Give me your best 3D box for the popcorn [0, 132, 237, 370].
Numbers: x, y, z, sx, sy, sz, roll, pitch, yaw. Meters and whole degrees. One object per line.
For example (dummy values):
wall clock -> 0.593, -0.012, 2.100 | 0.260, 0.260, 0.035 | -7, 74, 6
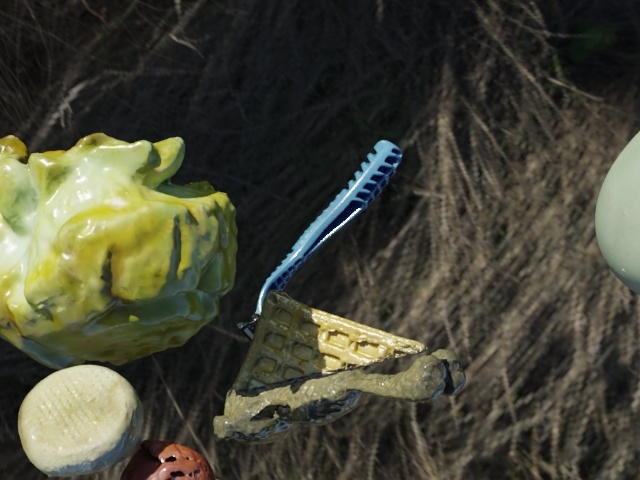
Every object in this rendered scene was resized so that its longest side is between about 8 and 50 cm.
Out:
popcorn -> -0.172, 0.008, 0.913 | 0.204, 0.221, 0.184 | 12, 73, -66

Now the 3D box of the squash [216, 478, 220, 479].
squash -> -0.130, 0.389, 1.243 | 0.093, 0.252, 0.169 | -22, 131, 30

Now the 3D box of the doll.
doll -> 0.005, 0.160, 1.207 | 0.202, 0.286, 0.091 | -24, 96, -23

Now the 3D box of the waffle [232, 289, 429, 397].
waffle -> 0.007, 0.107, 0.971 | 0.023, 0.152, 0.097 | 23, 84, -68

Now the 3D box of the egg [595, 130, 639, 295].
egg -> 0.450, -0.059, 1.210 | 0.230, 0.230, 0.371 | 24, 142, -28

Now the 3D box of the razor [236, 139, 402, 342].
razor -> 0.000, 0.000, 1.192 | 0.253, 0.042, 0.082 | -52, 149, -8

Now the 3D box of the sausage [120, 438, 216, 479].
sausage -> -0.101, 0.208, 0.811 | 0.076, 0.076, 0.141 | -8, 78, -19

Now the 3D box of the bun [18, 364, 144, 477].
bun -> -0.161, 0.128, 0.798 | 0.086, 0.086, 0.055 | -22, 138, -13
